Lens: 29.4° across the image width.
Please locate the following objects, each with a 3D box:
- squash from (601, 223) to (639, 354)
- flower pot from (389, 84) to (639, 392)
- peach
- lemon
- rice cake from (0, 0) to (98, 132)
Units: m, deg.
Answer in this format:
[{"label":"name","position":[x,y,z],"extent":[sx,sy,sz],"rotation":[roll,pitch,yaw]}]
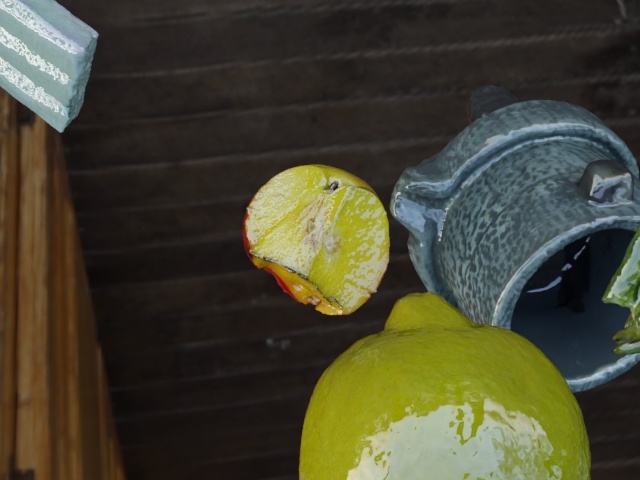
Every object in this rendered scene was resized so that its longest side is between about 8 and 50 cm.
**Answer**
[{"label":"squash","position":[0.219,-0.089,0.451],"extent":[0.094,0.094,0.341],"rotation":[34,90,-35]},{"label":"flower pot","position":[0.228,-0.012,1.347],"extent":[0.299,0.283,0.299],"rotation":[-9,127,-12]},{"label":"peach","position":[0.004,-0.003,1.213],"extent":[0.151,0.151,0.118],"rotation":[-18,171,5]},{"label":"lemon","position":[0.078,0.157,0.774],"extent":[0.184,0.184,0.248],"rotation":[-1,92,-11]},{"label":"rice cake","position":[-0.293,-0.204,1.051],"extent":[0.237,0.043,0.127],"rotation":[37,141,7]}]
